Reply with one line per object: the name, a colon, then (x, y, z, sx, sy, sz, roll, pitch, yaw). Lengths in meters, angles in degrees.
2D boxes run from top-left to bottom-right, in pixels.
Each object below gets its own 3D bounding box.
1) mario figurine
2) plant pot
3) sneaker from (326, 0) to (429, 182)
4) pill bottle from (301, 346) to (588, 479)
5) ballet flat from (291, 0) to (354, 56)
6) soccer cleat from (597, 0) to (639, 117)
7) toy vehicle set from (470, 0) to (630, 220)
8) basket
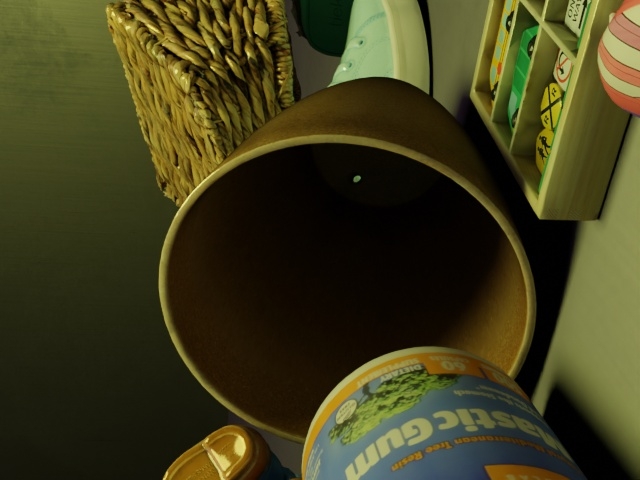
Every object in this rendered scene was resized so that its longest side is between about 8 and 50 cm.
mario figurine: (-0.012, 0.262, 0.767, 0.320, 0.170, 0.198, 52, -162, -57)
plant pot: (0.033, -0.021, 0.723, 0.254, 0.237, 0.237, -73, -7, -58)
sneaker: (0.017, -0.099, 0.953, 0.135, 0.150, 0.366, 125, 150, -71)
pill bottle: (0.079, 0.172, 0.491, 0.272, 0.152, 0.152, -116, 30, -71)
ballet flat: (0.029, -0.366, 1.007, 0.409, 0.147, 0.147, 97, 171, -56)
soccer cleat: (0.159, -0.054, 0.310, 0.248, 0.083, 0.095, 165, 103, -78)
toy vehicle set: (0.145, -0.166, 0.551, 0.166, 0.035, 0.267, -102, 17, -58)
basket: (-0.067, -0.151, 1.099, 0.213, 0.223, 0.299, 42, 154, 35)
